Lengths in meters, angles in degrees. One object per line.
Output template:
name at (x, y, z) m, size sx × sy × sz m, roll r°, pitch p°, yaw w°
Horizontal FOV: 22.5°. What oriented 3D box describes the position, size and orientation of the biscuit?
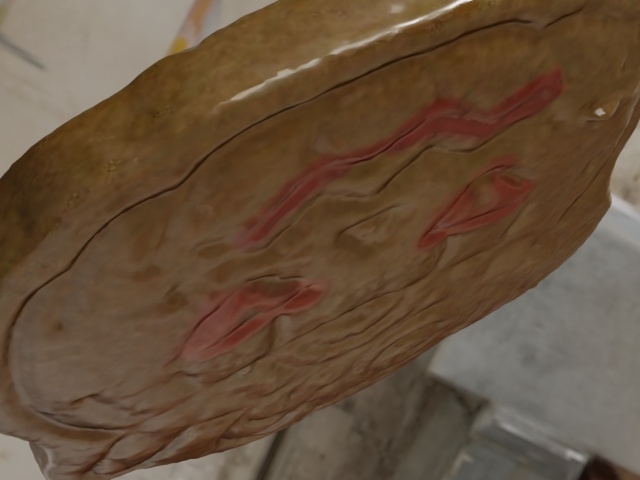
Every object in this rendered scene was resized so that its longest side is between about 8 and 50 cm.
biscuit at (0.001, 0.001, 0.575) m, size 0.049 × 0.273 × 0.257 m, roll 59°, pitch -15°, yaw 25°
